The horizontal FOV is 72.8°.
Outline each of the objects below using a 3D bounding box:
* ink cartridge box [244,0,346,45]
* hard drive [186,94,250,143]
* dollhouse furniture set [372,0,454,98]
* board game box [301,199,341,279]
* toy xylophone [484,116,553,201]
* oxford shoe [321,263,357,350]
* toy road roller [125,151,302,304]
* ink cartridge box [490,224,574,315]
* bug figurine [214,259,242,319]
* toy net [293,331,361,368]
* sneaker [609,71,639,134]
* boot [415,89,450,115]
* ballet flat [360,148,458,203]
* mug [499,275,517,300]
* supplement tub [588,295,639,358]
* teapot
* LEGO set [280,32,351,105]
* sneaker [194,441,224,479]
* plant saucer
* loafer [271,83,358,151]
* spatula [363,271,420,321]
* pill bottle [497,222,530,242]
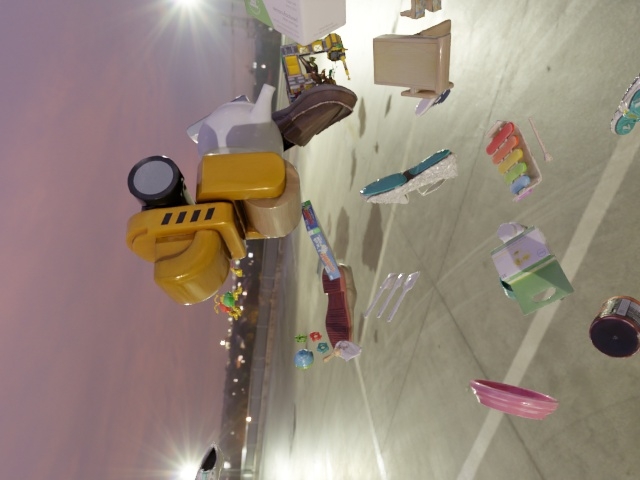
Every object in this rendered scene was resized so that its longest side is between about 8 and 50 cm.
[{"bbox_3d":[-0.063,-0.562,0.756,0.207,0.119,0.353,42,155,30],"label":"ink cartridge box"},{"bbox_3d":[-0.319,-0.386,1.621,0.047,0.233,0.353,61,-177,12],"label":"hard drive"},{"bbox_3d":[0.400,-0.680,1.542,0.394,0.256,0.362,-39,-44,-37],"label":"dollhouse furniture set"},{"bbox_3d":[0.000,0.000,1.249,0.136,0.035,0.201,-108,-6,-52],"label":"board game box"},{"bbox_3d":[0.752,-0.327,1.660,0.236,0.081,0.322,96,158,-64],"label":"toy xylophone"},{"bbox_3d":[0.097,0.255,1.618,0.123,0.130,0.348,-4,89,45],"label":"oxford shoe"},{"bbox_3d":[-0.195,-0.015,0.828,0.202,0.329,0.240,89,174,-66],"label":"toy road roller"},{"bbox_3d":[0.657,0.093,1.369,0.171,0.056,0.235,-40,40,34],"label":"ink cartridge box"},{"bbox_3d":[-0.296,0.121,1.387,0.216,0.072,0.279,-178,88,-72],"label":"bug figurine"},{"bbox_3d":[0.025,0.370,1.473,0.122,0.232,0.045,-84,-12,-49],"label":"toy net"},{"bbox_3d":[0.998,-0.408,1.363,0.107,0.110,0.275,-52,-26,-1],"label":"sneaker"},{"bbox_3d":[0.538,-0.659,2.066,0.190,0.086,0.069,-51,41,18],"label":"boot"},{"bbox_3d":[0.367,-0.222,1.742,0.147,0.409,0.147,62,-170,-19],"label":"ballet flat"},{"bbox_3d":[0.752,0.176,1.656,0.157,0.129,0.097,-59,-42,-19],"label":"mug"},{"bbox_3d":[0.723,0.198,1.046,0.106,0.198,0.106,14,112,38],"label":"supplement tub"},{"bbox_3d":[-0.222,-0.299,1.216,0.252,0.256,0.187,57,-148,-73],"label":"teapot"},{"bbox_3d":[-0.016,-0.516,1.481,0.331,0.255,0.192,117,142,-68],"label":"LEGO set"},{"bbox_3d":[-0.275,0.587,1.025,0.212,0.080,0.094,-93,9,-52],"label":"sneaker"},{"bbox_3d":[0.776,0.644,1.761,0.332,0.332,0.084,147,134,-80],"label":"plant saucer"},{"bbox_3d":[-0.042,-0.334,1.278,0.366,0.134,0.130,-16,70,40],"label":"loafer"},{"bbox_3d":[0.270,0.213,1.676,0.168,0.019,0.242,-2,44,50],"label":"spatula"},{"bbox_3d":[0.784,-0.020,1.732,0.094,0.169,0.094,-19,66,50],"label":"pill bottle"}]
